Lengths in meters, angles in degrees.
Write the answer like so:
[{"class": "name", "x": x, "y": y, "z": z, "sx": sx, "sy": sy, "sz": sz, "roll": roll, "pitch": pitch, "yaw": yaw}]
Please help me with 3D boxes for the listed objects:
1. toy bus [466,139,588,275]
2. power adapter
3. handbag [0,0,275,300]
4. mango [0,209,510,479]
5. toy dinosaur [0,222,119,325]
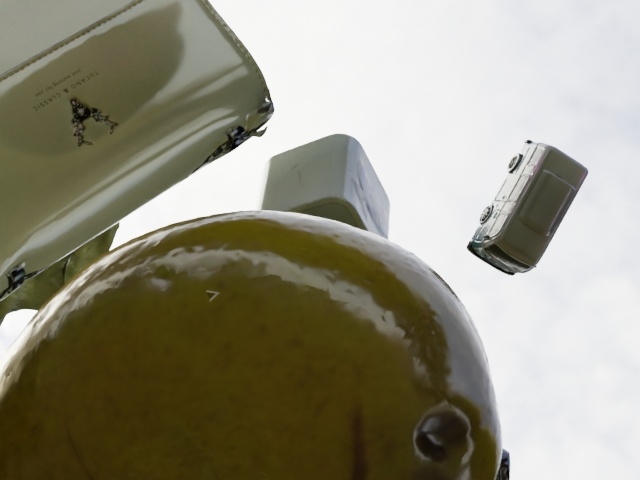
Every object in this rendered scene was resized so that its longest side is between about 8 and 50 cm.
[{"class": "toy bus", "x": 0.196, "y": -0.029, "z": 1.258, "sx": 0.060, "sy": 0.123, "sz": 0.075, "roll": 30, "pitch": -4, "yaw": -13}, {"class": "power adapter", "x": 0.000, "y": 0.000, "z": 1.428, "sx": 0.125, "sy": 0.205, "sz": 0.130, "roll": -19, "pitch": -57, "yaw": 16}, {"class": "handbag", "x": -0.252, "y": -0.113, "z": 1.278, "sx": 0.237, "sy": 0.358, "sz": 0.160, "roll": 48, "pitch": -27, "yaw": 13}, {"class": "mango", "x": -0.097, "y": 0.150, "z": 0.858, "sx": 0.445, "sy": 0.220, "sz": 0.301, "roll": -20, "pitch": -75, "yaw": 15}, {"class": "toy dinosaur", "x": -0.303, "y": 0.039, "z": 1.528, "sx": 0.294, "sy": 0.162, "sz": 0.077, "roll": -33, "pitch": -44, "yaw": 8}]
